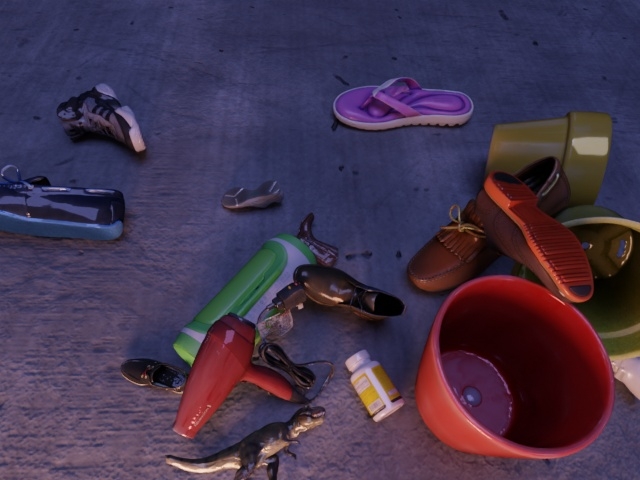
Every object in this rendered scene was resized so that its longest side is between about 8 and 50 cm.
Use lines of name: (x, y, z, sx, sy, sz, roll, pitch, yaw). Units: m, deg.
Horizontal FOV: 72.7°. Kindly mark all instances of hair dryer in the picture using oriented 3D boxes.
hair dryer: (-0.103, 0.217, 0.708, 0.293, 0.080, 0.224, -23, 98, -30)

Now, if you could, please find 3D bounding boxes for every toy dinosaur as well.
toy dinosaur: (-0.106, 0.363, 0.710, 0.268, 0.064, 0.118, -15, 52, -13)

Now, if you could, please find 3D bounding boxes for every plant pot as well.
plant pot: (0.530, 0.047, 0.856, 0.276, 0.276, 0.254, 30, 31, 14)
plant pot: (0.285, 0.232, 0.728, 0.274, 0.243, 0.275, 3, 55, -4)
plant pot: (0.532, -0.191, 1.057, 0.239, 0.254, 0.254, 12, 54, 19)

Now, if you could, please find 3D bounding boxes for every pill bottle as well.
pill bottle: (0.095, 0.262, 0.795, 0.065, 0.065, 0.116, -23, 62, -20)

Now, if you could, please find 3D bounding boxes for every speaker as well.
speaker: (-0.133, 0.120, 0.830, 0.131, 0.131, 0.296, 32, 59, 15)

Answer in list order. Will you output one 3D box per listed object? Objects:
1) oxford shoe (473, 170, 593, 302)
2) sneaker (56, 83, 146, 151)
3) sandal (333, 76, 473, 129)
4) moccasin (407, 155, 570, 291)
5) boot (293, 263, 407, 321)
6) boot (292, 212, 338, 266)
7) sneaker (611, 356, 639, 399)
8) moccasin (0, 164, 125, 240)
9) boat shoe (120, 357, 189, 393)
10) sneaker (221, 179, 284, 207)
oxford shoe: (0.351, 0.003, 0.739, 0.096, 0.098, 0.271, 1, 47, -20)
sneaker: (-0.549, -0.285, 1.082, 0.153, 0.101, 0.268, -31, 58, -23)
sandal: (0.241, -0.411, 1.247, 0.416, 0.102, 0.169, -4, 56, -9)
moccasin: (0.343, -0.032, 0.909, 0.380, 0.147, 0.139, -33, 43, 10)
boot: (0.060, 0.095, 0.826, 0.219, 0.106, 0.082, 25, 71, -24)
boot: (0.000, 0.000, 0.980, 0.114, 0.037, 0.106, 25, 70, 14)
sneaker: (0.572, 0.227, 0.871, 0.094, 0.080, 0.212, -9, 47, -6)
moccasin: (-0.592, -0.077, 0.923, 0.341, 0.138, 0.117, 9, 68, -15)
boat shoe: (-0.298, 0.239, 0.783, 0.133, 0.042, 0.049, 14, 58, 5)
sneaker: (-0.158, -0.096, 1.023, 0.152, 0.061, 0.054, -8, 63, 11)
